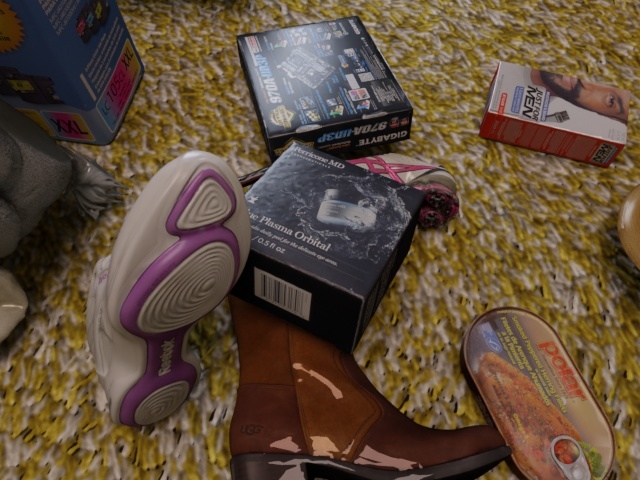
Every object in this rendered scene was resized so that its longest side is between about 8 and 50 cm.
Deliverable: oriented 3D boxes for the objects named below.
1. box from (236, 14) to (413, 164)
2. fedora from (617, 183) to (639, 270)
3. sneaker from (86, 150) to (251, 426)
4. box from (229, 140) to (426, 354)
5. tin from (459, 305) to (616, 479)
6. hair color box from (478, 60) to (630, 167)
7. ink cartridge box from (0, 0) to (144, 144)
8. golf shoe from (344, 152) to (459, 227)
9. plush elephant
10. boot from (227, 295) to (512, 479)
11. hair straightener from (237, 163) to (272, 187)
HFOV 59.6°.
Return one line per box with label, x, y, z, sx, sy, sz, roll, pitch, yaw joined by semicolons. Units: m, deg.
box;-0.002;-0.199;0.714;0.175;0.051;0.220;-13;52;-8
fedora;0.419;0.015;0.613;0.194;0.079;0.194;-3;59;5
sneaker;-0.161;0.036;0.497;0.114;0.305;0.152;-10;50;-41
box;0.000;0.000;0.560;0.156;0.093;0.158;23;50;14
tin;0.215;0.158;0.566;0.106;0.040;0.189;-20;65;-5
hair color box;0.299;-0.163;0.719;0.167;0.053;0.093;16;64;7
ink cartridge box;-0.392;-0.287;0.592;0.270;0.395;0.151;8;64;5
golf shoe;0.069;-0.068;0.668;0.186;0.067;0.086;9;44;-7
plush elephant;-0.395;-0.032;0.559;0.255;0.330;0.272;-48;57;3
boot;0.033;0.119;0.578;0.264;0.096;0.280;-9;55;3
hair straightener;-0.077;-0.038;0.672;0.230;0.047;0.089;-25;87;-18
